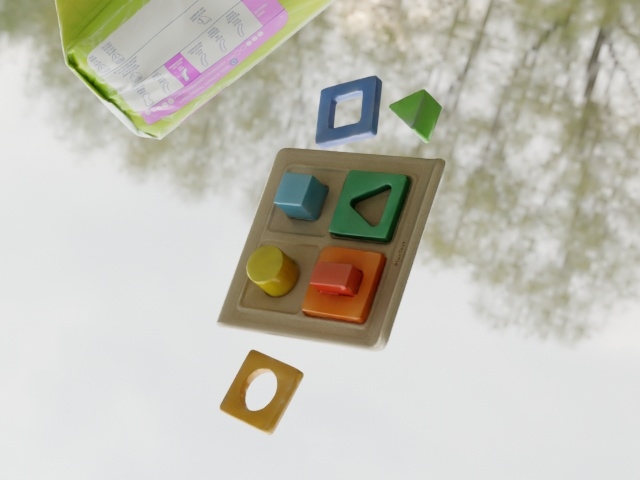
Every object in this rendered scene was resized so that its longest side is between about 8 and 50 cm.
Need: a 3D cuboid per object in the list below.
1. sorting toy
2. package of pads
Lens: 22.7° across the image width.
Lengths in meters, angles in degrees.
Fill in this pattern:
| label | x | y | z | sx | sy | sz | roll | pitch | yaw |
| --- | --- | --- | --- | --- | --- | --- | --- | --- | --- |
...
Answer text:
| label | x | y | z | sx | sy | sz | roll | pitch | yaw |
| --- | --- | --- | --- | --- | --- | --- | --- | --- | --- |
| sorting toy | 0.000 | 0.000 | 1.391 | 0.196 | 0.348 | 0.047 | 5 | 158 | 38 |
| package of pads | -0.053 | -0.225 | 1.107 | 0.101 | 0.296 | 0.229 | 46 | -168 | -32 |
